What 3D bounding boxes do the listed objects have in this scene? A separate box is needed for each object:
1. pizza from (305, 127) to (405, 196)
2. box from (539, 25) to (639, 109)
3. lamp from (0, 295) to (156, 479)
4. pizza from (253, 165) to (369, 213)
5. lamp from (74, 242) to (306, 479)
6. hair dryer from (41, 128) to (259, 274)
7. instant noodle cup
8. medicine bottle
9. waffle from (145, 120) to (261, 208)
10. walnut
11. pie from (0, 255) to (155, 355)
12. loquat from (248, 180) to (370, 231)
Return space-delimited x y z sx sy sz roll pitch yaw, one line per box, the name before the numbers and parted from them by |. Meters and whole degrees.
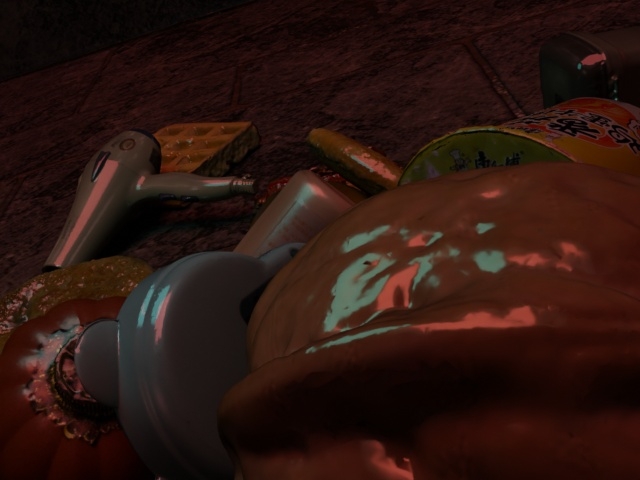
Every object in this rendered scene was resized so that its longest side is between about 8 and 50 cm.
pizza | 0.112 -0.055 1.172 0.292 0.197 0.058 34 93 21
box | 0.340 -0.141 1.122 0.129 0.210 0.148 -13 25 -5
lamp | -0.206 0.159 0.902 0.223 0.196 0.223 5 56 -7
pizza | -0.018 -0.071 1.397 0.193 0.053 0.201 -12 26 13
lamp | -0.061 0.102 0.814 0.284 0.209 0.147 -32 7 -32
hair dryer | -0.285 -0.035 1.444 0.298 0.119 0.296 21 59 37
instant noodle cup | 0.223 -0.015 0.912 0.264 0.264 0.200 6 27 41
medicine bottle | -0.054 0.051 1.025 0.252 0.114 0.114 -51 26 5
waffle | -0.256 -0.136 1.687 0.221 0.055 0.248 2 33 34
walnut | 0.113 0.126 0.606 0.381 0.381 0.381 -15 25 7
pie | -0.312 0.113 1.218 0.277 0.078 0.277 -14 31 8
loquat | 0.000 0.000 1.148 0.195 0.152 0.152 9 36 32
